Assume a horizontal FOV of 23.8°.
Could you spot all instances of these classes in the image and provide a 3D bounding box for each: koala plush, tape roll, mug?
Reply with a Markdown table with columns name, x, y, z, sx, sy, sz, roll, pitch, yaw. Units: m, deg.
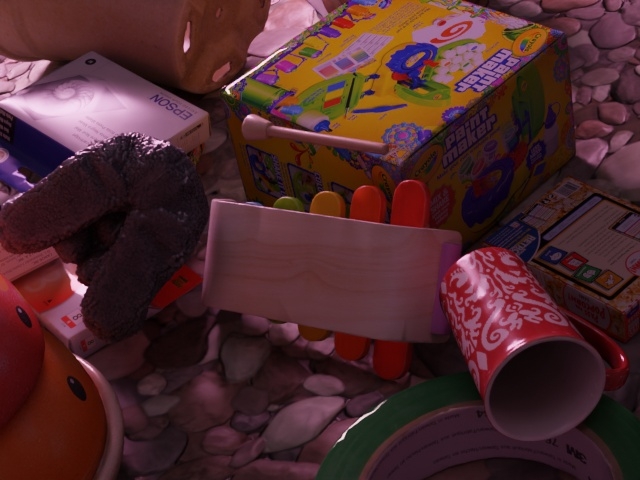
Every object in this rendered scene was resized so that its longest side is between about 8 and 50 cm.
| name | x | y | z | sx | sy | sz | roll | pitch | yaw |
| --- | --- | --- | --- | --- | --- | --- | --- | --- | --- |
| koala plush | -0.210 | -0.028 | 1.656 | 0.203 | 0.196 | 0.221 | -44 | 4 | 4 |
| tape roll | 0.150 | 0.251 | 1.339 | 0.321 | 0.077 | 0.321 | -7 | 39 | 6 |
| mug | 0.189 | 0.097 | 1.398 | 0.113 | 0.150 | 0.169 | -48 | 32 | 15 |

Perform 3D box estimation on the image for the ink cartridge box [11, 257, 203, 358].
| name | x | y | z | sx | sy | sz | roll | pitch | yaw |
| --- | --- | --- | --- | --- | --- | --- | --- | --- | --- |
| ink cartridge box | -0.245 | 0.049 | 1.726 | 0.179 | 0.045 | 0.145 | -35 | 44 | -22 |

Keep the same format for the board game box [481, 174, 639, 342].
| name | x | y | z | sx | sy | sz | roll | pitch | yaw |
| --- | --- | --- | --- | --- | --- | --- | --- | --- | --- |
| board game box | 0.292 | 0.015 | 1.613 | 0.147 | 0.045 | 0.193 | -35 | 44 | -26 |

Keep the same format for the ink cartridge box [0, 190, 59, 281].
| name | x | y | z | sx | sy | sz | roll | pitch | yaw |
| --- | --- | --- | --- | --- | --- | --- | --- | --- | --- |
| ink cartridge box | -0.472 | 0.038 | 1.786 | 0.296 | 0.066 | 0.261 | -28 | 18 | -19 |

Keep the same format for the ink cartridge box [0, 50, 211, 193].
| name | x | y | z | sx | sy | sz | roll | pitch | yaw |
| --- | --- | --- | --- | --- | --- | --- | --- | --- | --- |
| ink cartridge box | -0.288 | -0.131 | 1.853 | 0.223 | 0.045 | 0.224 | 29 | 51 | 31 |

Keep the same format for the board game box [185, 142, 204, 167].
| name | x | y | z | sx | sy | sz | roll | pitch | yaw |
| --- | --- | --- | --- | --- | --- | --- | --- | --- | --- |
| board game box | -0.243 | -0.090 | 1.892 | 0.170 | 0.048 | 0.141 | -1 | 42 | 15 |

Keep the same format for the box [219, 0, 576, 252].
| name | x | y | z | sx | sy | sz | roll | pitch | yaw |
| --- | --- | --- | --- | --- | --- | --- | --- | --- | --- |
| box | 0.094 | -0.136 | 1.749 | 0.279 | 0.177 | 0.290 | 26 | 52 | 38 |

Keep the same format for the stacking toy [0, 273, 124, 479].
| name | x | y | z | sx | sy | sz | roll | pitch | yaw |
| --- | --- | --- | --- | --- | --- | --- | --- | --- | --- |
| stacking toy | -0.399 | 0.077 | 1.383 | 0.351 | 0.480 | 0.350 | -8 | 39 | 6 |

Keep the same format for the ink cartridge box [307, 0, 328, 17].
| name | x | y | z | sx | sy | sz | roll | pitch | yaw |
| --- | --- | --- | --- | --- | --- | --- | --- | --- | --- |
| ink cartridge box | 0.079 | -0.380 | 2.132 | 0.191 | 0.082 | 0.139 | -24 | 40 | -12 |

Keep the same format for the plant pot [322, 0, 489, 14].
| name | x | y | z | sx | sy | sz | roll | pitch | yaw |
| --- | --- | --- | --- | --- | --- | --- | --- | --- | --- |
| plant pot | 0.117 | -0.371 | 2.000 | 0.237 | 0.110 | 0.237 | 1 | 70 | -4 |

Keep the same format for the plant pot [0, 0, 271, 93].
| name | x | y | z | sx | sy | sz | roll | pitch | yaw |
| --- | --- | --- | --- | --- | --- | --- | --- | --- | --- |
| plant pot | -0.244 | -0.348 | 2.032 | 0.305 | 0.334 | 0.334 | 25 | 51 | 23 |

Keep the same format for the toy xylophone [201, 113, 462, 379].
| name | x | y | z | sx | sy | sz | roll | pitch | yaw |
| --- | --- | --- | --- | --- | --- | --- | --- | --- | --- |
| toy xylophone | 0.000 | 0.000 | 1.578 | 0.323 | 0.236 | 0.081 | 19 | 10 | 35 |
